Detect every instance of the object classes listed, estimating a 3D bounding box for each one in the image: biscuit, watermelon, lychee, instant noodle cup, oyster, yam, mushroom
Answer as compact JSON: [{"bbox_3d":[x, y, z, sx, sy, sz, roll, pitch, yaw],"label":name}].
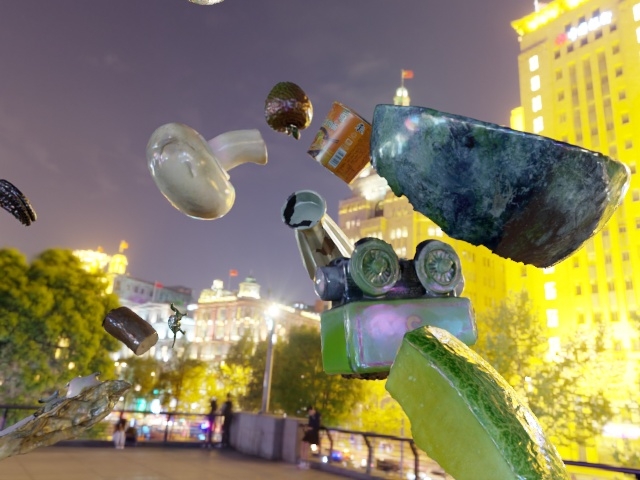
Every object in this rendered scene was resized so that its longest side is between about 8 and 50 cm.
[{"bbox_3d":[-0.527,-0.065,0.865,0.087,0.027,0.089,-2,-56,44],"label":"biscuit"},{"bbox_3d":[0.204,-0.065,0.635,0.319,0.148,0.226,17,12,1],"label":"watermelon"},{"bbox_3d":[-0.074,-0.302,1.170,0.114,0.146,0.114,-7,-19,-2],"label":"lychee"},{"bbox_3d":[0.078,-0.293,1.573,0.230,0.182,0.230,36,6,-4],"label":"instant noodle cup"},{"bbox_3d":[-0.373,0.251,0.679,0.133,0.072,0.209,-23,5,46],"label":"oyster"},{"bbox_3d":[-0.463,0.222,1.236,0.127,0.084,0.084,32,-9,20],"label":"yam"},{"bbox_3d":[-0.362,-0.209,1.538,0.315,0.315,0.356,-13,-4,42],"label":"mushroom"}]

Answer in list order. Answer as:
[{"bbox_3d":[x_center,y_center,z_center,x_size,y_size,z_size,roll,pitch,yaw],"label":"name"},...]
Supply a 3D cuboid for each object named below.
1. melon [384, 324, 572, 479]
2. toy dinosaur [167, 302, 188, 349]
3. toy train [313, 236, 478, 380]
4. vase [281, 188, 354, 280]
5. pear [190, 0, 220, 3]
[{"bbox_3d":[0.196,0.247,0.527,0.124,0.323,0.196,-43,-42,11],"label":"melon"},{"bbox_3d":[-0.391,0.231,1.355,0.060,0.119,0.029,9,2,30],"label":"toy dinosaur"},{"bbox_3d":[0.142,0.130,0.941,0.307,0.248,0.173,0,-16,-20],"label":"toy train"},{"bbox_3d":[0.000,0.000,1.386,0.165,0.165,0.360,-1,-27,15],"label":"vase"},{"bbox_3d":[-0.289,-0.677,1.192,0.269,0.212,0.212,44,-8,18],"label":"pear"}]
